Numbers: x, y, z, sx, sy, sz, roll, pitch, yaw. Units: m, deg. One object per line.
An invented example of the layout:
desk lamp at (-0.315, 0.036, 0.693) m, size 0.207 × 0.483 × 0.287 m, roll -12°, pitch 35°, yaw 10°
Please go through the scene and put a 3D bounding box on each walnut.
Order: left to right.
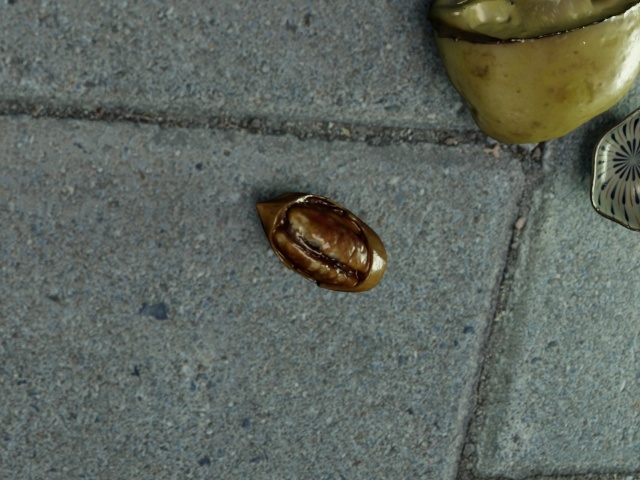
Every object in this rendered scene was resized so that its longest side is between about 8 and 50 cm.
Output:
walnut at (0.000, 0.000, 1.668) m, size 0.207 × 0.116 × 0.116 m, roll 32°, pitch 99°, yaw -24°

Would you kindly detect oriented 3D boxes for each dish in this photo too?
dish at (0.448, -0.111, 1.803) m, size 0.190 × 0.066 × 0.191 m, roll -6°, pitch 113°, yaw -14°

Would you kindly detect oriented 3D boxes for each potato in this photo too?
potato at (0.285, -0.234, 1.621) m, size 0.285 × 0.242 × 0.243 m, roll -24°, pitch 118°, yaw -14°
